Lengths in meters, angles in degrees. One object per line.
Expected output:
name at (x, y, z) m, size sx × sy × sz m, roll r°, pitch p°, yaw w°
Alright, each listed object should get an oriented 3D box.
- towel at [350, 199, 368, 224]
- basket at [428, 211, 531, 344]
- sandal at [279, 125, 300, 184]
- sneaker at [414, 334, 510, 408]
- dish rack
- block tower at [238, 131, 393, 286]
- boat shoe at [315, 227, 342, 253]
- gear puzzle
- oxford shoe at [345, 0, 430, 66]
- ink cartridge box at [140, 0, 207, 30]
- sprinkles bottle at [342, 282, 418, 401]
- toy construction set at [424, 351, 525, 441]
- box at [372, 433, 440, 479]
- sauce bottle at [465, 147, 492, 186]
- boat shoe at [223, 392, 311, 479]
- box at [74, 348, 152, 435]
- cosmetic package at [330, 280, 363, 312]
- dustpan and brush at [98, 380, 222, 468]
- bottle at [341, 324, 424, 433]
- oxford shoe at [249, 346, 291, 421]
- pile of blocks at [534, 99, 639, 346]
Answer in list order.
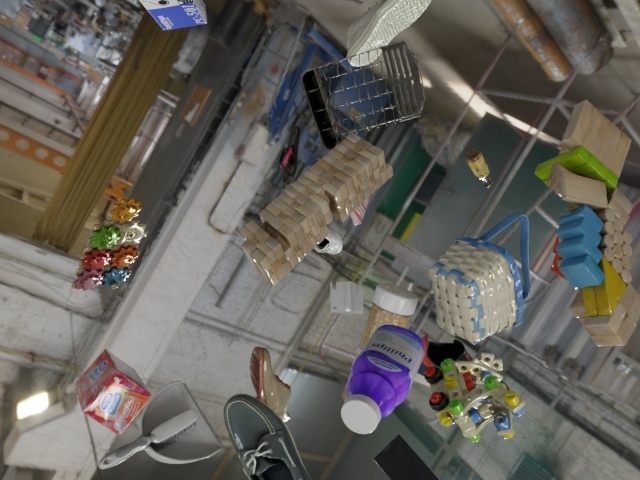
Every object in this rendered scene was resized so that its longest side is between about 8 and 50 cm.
towel at (0.123, -0.168, 1.755) m, size 0.029 × 0.197 × 0.144 m, roll 1°, pitch 147°, yaw 30°
basket at (0.412, 0.091, 1.268) m, size 0.201 × 0.289 × 0.254 m, roll 30°, pitch 140°, yaw 56°
sandal at (-0.094, -0.246, 1.487) m, size 0.040 × 0.179 × 0.067 m, roll 14°, pitch 167°, yaw -33°
sneaker at (0.422, 0.378, 1.513) m, size 0.350 × 0.148 × 0.131 m, roll 20°, pitch -149°, yaw -9°
dish rack at (0.110, -0.351, 1.244) m, size 0.074 × 0.271 × 0.208 m, roll -79°, pitch -28°, yaw -56°
block tower at (-0.007, -0.070, 1.000) m, size 0.091 × 0.335 × 0.097 m, roll 37°, pitch 161°, yaw 31°
boat shoe at (0.000, 0.000, 1.531) m, size 0.226 × 0.083 × 0.076 m, roll 43°, pitch -143°, yaw -50°
gear puzzle at (-0.572, 0.018, 1.460) m, size 0.175 × 0.339 × 0.044 m, roll -4°, pitch -136°, yaw -49°
oxford shoe at (0.221, -0.779, 1.801) m, size 0.169 × 0.130 × 0.449 m, roll -7°, pitch 168°, yaw -31°
ink cartridge box at (-0.297, -0.480, 1.001) m, size 0.097 × 0.046 × 0.207 m, roll -8°, pitch 178°, yaw 3°
sprinkles bottle at (0.166, 0.304, 1.461) m, size 0.121 × 0.355 × 0.121 m, roll 16°, pitch -170°, yaw -3°
toy construction set at (0.386, 0.374, 1.309) m, size 0.151 × 0.215 × 0.328 m, roll 60°, pitch -164°, yaw -4°
box at (0.246, 0.639, 1.418) m, size 0.184 × 0.103 × 0.261 m, roll 43°, pitch 170°, yaw 22°
sauce bottle at (0.416, -0.186, 1.343) m, size 0.128 × 0.042 × 0.042 m, roll 41°, pitch 176°, yaw -42°
boat shoe at (-0.103, 0.451, 1.065) m, size 0.319 × 0.116 × 0.099 m, roll 53°, pitch 173°, yaw 19°
box at (-0.569, 0.403, 1.407) m, size 0.122 × 0.128 × 0.257 m, roll 47°, pitch 161°, yaw -23°
cosmetic package at (0.104, 0.222, 1.986) m, size 0.085 × 0.117 × 0.231 m, roll -4°, pitch 171°, yaw 14°
dustpan and brush at (-0.268, 0.322, 0.849) m, size 0.211 × 0.060 × 0.147 m, roll -20°, pitch -114°, yaw -47°
bottle at (0.118, 0.261, 0.999) m, size 0.118 × 0.092 × 0.283 m, roll 19°, pitch -157°, yaw 18°
oxford shoe at (-0.174, 0.513, 1.840) m, size 0.130 × 0.348 × 0.123 m, roll -12°, pitch -151°, yaw -18°
pile of blocks at (0.382, -0.024, 0.786) m, size 0.149 × 0.362 × 0.112 m, roll 12°, pitch 162°, yaw -22°
